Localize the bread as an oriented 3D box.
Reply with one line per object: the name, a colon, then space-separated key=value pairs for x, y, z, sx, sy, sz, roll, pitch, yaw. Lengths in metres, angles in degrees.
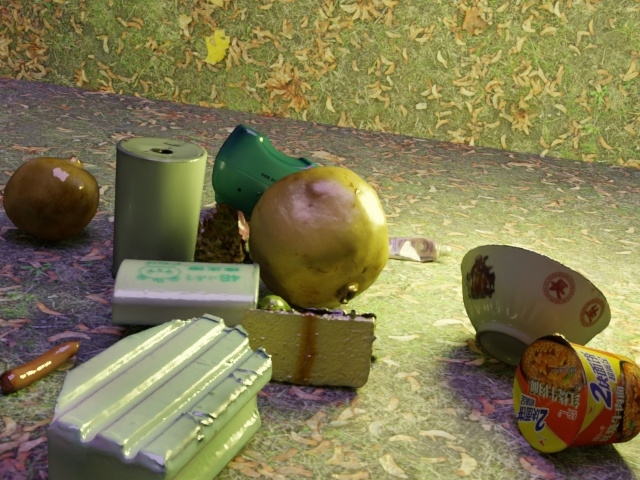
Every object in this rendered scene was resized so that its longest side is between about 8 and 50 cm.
bread: x=-0.028 y=0.214 z=1.695 sx=0.266 sy=0.141 sz=0.178 roll=7 pitch=-20 yaw=1

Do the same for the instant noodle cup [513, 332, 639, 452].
instant noodle cup: x=0.482 y=0.283 z=1.581 sx=0.174 sy=0.213 sz=0.213 roll=8 pitch=19 yaw=-23

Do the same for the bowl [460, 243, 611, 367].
bowl: x=0.424 y=0.168 z=1.832 sx=0.337 sy=0.337 sz=0.157 roll=18 pitch=62 yaw=26

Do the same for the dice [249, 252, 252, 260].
dice: x=-0.133 y=0.008 z=2.232 sx=0.093 sy=0.091 sz=0.094 roll=8 pitch=20 yaw=0

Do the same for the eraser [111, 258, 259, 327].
eraser: x=-0.270 y=0.108 z=1.777 sx=0.290 sy=0.104 sz=0.189 roll=2 pitch=28 yaw=-5

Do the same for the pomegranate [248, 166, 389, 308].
pomegranate: x=0.000 y=0.000 z=1.973 sx=0.333 sy=0.332 sz=0.332 roll=7 pitch=20 yaw=-2

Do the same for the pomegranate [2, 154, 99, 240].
pomegranate: x=-0.673 y=-0.104 z=2.184 sx=0.233 sy=0.233 sz=0.233 roll=7 pitch=20 yaw=-2

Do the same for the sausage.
sausage: x=-0.510 y=0.228 z=1.577 sx=0.040 sy=0.047 sz=0.177 roll=32 pitch=28 yaw=17

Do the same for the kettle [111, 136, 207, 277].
kettle: x=-0.388 y=-0.077 z=2.046 sx=0.205 sy=0.318 sz=0.265 roll=-1 pitch=21 yaw=-21

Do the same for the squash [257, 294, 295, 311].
squash: x=-0.092 y=0.155 z=1.807 sx=0.066 sy=0.066 sz=0.252 roll=10 pitch=-11 yaw=7

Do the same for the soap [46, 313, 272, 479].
soap: x=-0.253 y=0.272 z=1.395 sx=0.261 sy=0.156 sz=0.446 roll=14 pitch=22 yaw=17

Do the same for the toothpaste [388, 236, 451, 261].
toothpaste: x=0.207 y=0.023 z=2.379 sx=0.301 sy=0.048 sz=0.075 roll=3 pitch=48 yaw=6

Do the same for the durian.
durian: x=-0.267 y=-0.022 z=2.256 sx=0.187 sy=0.153 sz=0.260 roll=-22 pitch=18 yaw=-7

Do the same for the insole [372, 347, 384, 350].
insole: x=0.007 y=0.212 z=1.809 sx=0.253 sy=0.005 sz=0.086 roll=7 pitch=-8 yaw=3

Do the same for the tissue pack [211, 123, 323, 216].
tissue pack: x=-0.133 y=-0.146 z=2.176 sx=0.287 sy=0.206 sz=0.198 roll=29 pitch=6 yaw=-11
